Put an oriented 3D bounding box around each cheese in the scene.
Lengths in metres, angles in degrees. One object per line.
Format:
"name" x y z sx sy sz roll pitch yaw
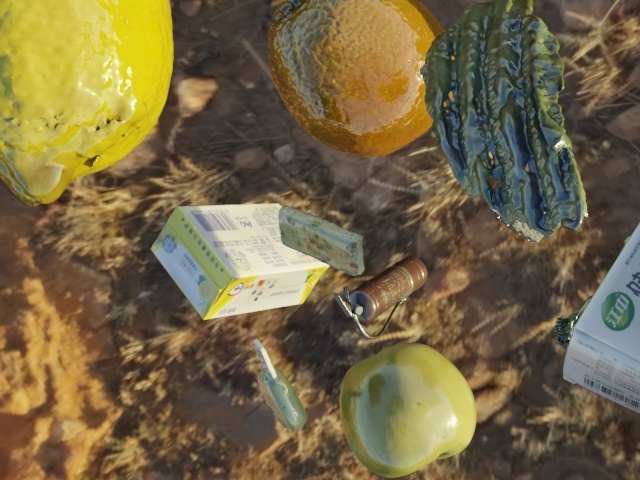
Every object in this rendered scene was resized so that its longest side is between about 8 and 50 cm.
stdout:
"cheese" -0.087 0.274 1.955 0.050 0.255 0.127 -32 50 -12

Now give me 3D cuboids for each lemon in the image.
"lemon" -0.261 -0.187 0.957 0.245 0.245 0.319 -10 75 13

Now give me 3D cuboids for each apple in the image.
"apple" 0.164 0.328 1.964 0.263 0.262 0.262 2 98 12

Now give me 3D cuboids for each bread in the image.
"bread" 0.000 0.000 1.504 0.154 0.028 0.068 24 138 33

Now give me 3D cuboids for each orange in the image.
"orange" 0.072 -0.331 1.902 0.322 0.322 0.357 -41 114 14

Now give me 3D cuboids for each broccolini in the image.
"broccolini" 0.452 0.084 1.676 0.058 0.067 0.216 35 103 48

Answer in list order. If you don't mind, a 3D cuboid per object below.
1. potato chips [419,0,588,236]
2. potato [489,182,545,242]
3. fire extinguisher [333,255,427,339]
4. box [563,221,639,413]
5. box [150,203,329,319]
"potato chips" 0.111 -0.078 0.636 0.092 0.028 0.207 -18 52 20
"potato" 0.385 -0.056 1.937 0.122 0.086 0.061 37 122 -4
"fire extinguisher" 0.076 0.072 1.252 0.045 0.157 0.078 -14 100 40
"box" 0.475 0.070 1.344 0.173 0.145 0.333 28 68 25
"box" -0.129 0.029 1.698 0.168 0.265 0.097 49 119 21
